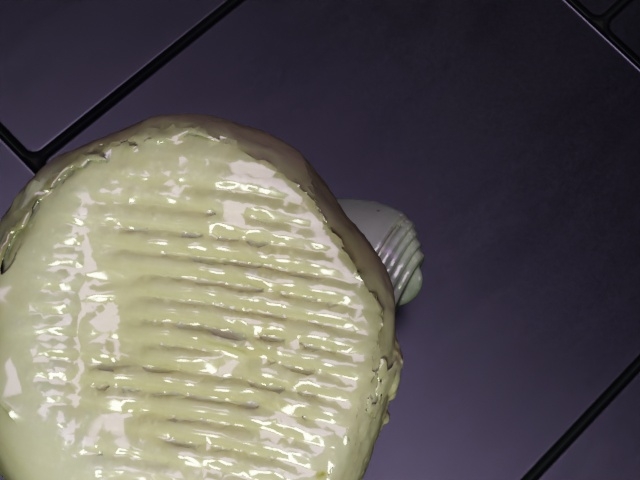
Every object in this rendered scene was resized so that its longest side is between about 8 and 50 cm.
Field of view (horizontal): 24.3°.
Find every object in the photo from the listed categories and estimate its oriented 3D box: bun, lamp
[{"bbox_3d":[-0.101,0.085,1.163,0.359,0.211,0.360,-1,80,4],"label":"bun"},{"bbox_3d":[0.000,0.000,1.276,0.193,0.106,0.106,26,68,12],"label":"lamp"}]
